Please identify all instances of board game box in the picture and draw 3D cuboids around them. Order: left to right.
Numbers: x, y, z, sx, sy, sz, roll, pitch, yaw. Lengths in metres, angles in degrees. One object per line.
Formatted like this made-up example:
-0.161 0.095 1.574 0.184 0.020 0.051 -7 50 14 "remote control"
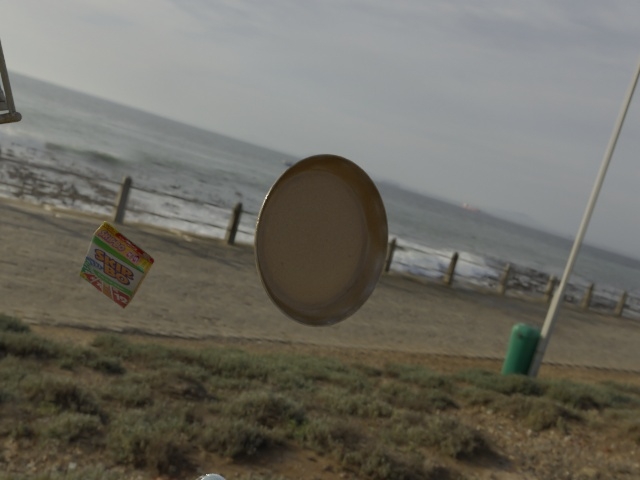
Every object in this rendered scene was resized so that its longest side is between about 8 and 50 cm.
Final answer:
-0.420 0.055 1.458 0.124 0.039 0.259 38 -36 -5 "board game box"

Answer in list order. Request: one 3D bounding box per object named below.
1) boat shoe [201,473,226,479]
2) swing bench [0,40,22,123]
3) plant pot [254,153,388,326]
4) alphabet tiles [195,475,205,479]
-0.106 0.414 1.012 0.183 0.065 0.083 53 11 24 "boat shoe"
-0.688 -0.331 1.320 0.165 0.253 0.255 -14 14 -32 "swing bench"
0.000 0.000 0.981 0.236 0.236 0.032 12 -4 -39 "plant pot"
-0.370 0.716 1.756 0.021 0.278 0.284 32 25 23 "alphabet tiles"
